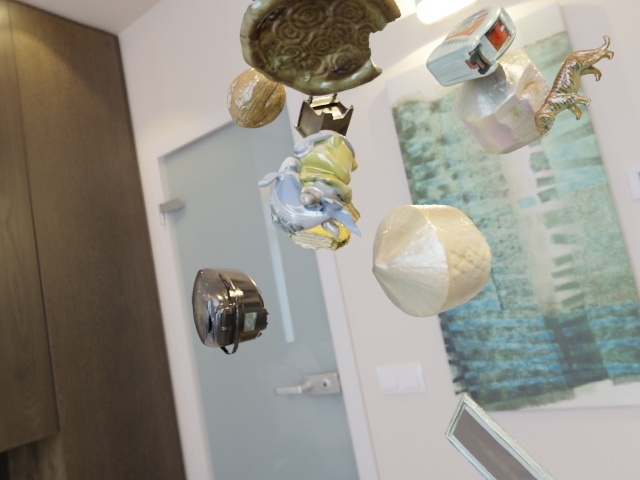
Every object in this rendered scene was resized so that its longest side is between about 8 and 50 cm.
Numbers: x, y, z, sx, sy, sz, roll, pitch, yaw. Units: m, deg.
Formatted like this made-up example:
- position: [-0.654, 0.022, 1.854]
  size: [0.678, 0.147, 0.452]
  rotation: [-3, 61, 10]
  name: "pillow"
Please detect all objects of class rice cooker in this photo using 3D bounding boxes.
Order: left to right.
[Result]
- position: [-0.180, 0.126, 0.965]
  size: [0.118, 0.142, 0.203]
  rotation: [-3, 21, -29]
  name: "rice cooker"

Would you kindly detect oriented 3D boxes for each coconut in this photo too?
- position: [0.264, 0.051, 1.304]
  size: [0.328, 0.329, 0.329]
  rotation: [-11, -7, -1]
  name: "coconut"
- position: [0.587, -0.455, 1.630]
  size: [0.297, 0.298, 0.309]
  rotation: [-18, -43, 43]
  name: "coconut"

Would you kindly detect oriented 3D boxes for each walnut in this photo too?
- position: [-0.120, -0.267, 0.954]
  size: [0.124, 0.105, 0.105]
  rotation: [-54, -12, 3]
  name: "walnut"

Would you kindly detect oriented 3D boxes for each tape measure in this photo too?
- position: [0.438, -0.545, 1.443]
  size: [0.246, 0.125, 0.243]
  rotation: [-50, 21, -10]
  name: "tape measure"

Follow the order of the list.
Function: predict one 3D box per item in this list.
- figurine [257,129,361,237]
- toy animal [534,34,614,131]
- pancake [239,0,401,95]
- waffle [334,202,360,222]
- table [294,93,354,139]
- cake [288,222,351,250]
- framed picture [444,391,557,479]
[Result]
- position: [-0.005, -0.085, 0.813]
  size: [0.184, 0.208, 0.128]
  rotation: [-46, -45, 0]
  name: "figurine"
- position: [0.587, -0.359, 1.178]
  size: [0.099, 0.241, 0.057]
  rotation: [24, 19, 13]
  name: "toy animal"
- position: [-0.003, -0.270, 0.682]
  size: [0.211, 0.029, 0.235]
  rotation: [-2, -20, -1]
  name: "pancake"
- position: [0.052, -0.101, 1.680]
  size: [0.148, 0.042, 0.102]
  rotation: [5, -36, 46]
  name: "waffle"
- position: [0.010, -0.234, 0.964]
  size: [0.083, 0.070, 0.082]
  rotation: [-20, -31, -31]
  name: "table"
- position: [0.000, 0.004, 1.419]
  size: [0.184, 0.080, 0.116]
  rotation: [-4, 32, 3]
  name: "cake"
- position: [0.424, 0.526, 1.209]
  size: [0.018, 0.293, 0.231]
  rotation: [-28, -39, -27]
  name: "framed picture"
